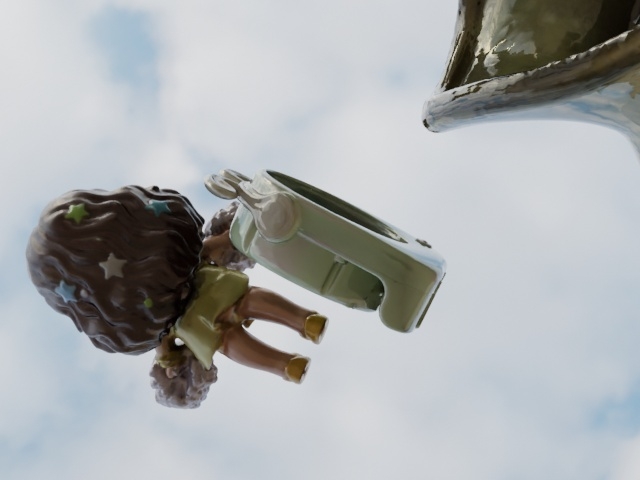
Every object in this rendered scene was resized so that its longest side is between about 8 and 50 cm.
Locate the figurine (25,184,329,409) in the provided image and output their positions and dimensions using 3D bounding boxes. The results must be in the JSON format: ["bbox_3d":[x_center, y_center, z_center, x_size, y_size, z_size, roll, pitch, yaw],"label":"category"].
[{"bbox_3d":[-0.114,0.040,1.364,0.240,0.116,0.174,24,-94,-4],"label":"figurine"}]

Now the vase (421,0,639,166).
[{"bbox_3d":[0.245,-0.097,0.754,0.302,0.329,0.241,26,-120,-17],"label":"vase"}]

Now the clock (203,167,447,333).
[{"bbox_3d":[0.000,0.000,1.304,0.191,0.151,0.062,27,-83,5],"label":"clock"}]
